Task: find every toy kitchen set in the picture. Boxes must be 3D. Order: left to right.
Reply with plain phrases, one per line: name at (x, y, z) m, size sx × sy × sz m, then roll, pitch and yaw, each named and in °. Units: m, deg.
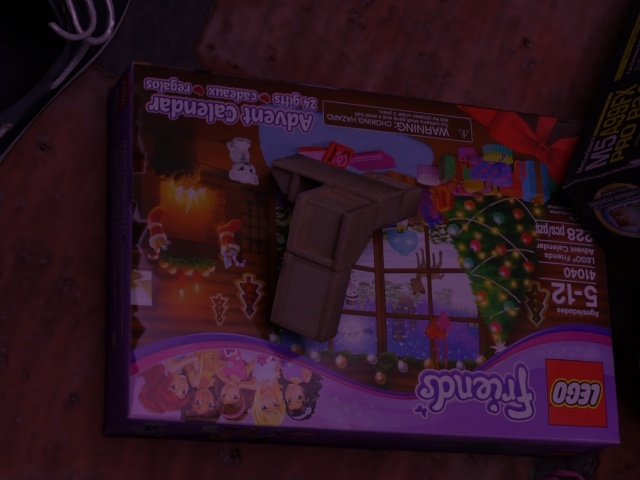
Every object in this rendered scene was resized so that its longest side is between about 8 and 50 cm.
toy kitchen set at (0.000, 0.000, 0.905) m, size 0.068 × 0.075 × 0.083 m, roll 22°, pitch 21°, yaw 25°

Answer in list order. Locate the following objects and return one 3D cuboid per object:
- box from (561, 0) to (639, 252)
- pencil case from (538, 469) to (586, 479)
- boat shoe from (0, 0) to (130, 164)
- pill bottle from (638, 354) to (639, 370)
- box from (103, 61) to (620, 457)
box at (0.278, -0.127, 0.988) m, size 0.060 × 0.216 × 0.270 m, roll 49°, pitch 46°, yaw -24°
pencil case at (0.076, 0.206, 0.897) m, size 0.209 × 0.095 × 0.098 m, roll -26°, pitch 49°, yaw -25°
boat shoe at (-0.165, -0.122, 0.910) m, size 0.095 × 0.079 × 0.254 m, roll 38°, pitch 63°, yaw -6°
pill bottle at (0.376, -0.025, 1.019) m, size 0.224 × 0.224 × 0.392 m, roll 39°, pitch 64°, yaw -6°
box at (0.025, 0.016, 0.955) m, size 0.293 × 0.057 × 0.200 m, roll 5°, pitch 72°, yaw -21°
